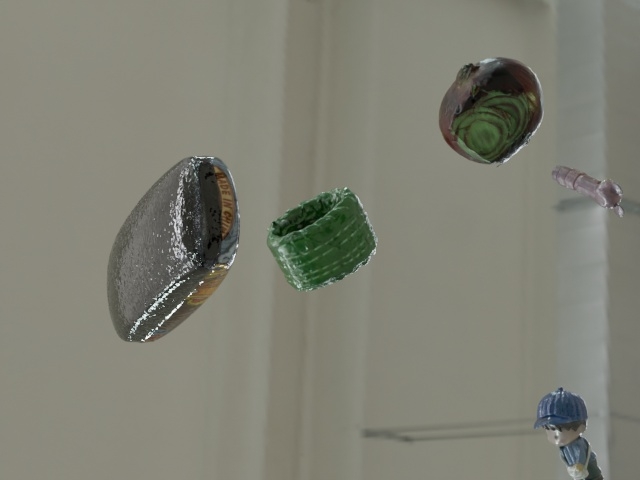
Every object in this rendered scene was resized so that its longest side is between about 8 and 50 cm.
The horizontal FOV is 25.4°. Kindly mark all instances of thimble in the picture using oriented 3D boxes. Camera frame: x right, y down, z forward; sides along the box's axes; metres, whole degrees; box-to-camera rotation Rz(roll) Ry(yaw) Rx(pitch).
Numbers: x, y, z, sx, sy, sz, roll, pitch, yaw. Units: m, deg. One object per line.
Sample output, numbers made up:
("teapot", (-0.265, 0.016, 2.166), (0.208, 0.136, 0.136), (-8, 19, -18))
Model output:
("thimble", (0.000, 0.000, 1.773), (0.090, 0.130, 0.118), (62, -158, -20))

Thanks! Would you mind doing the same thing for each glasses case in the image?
("glasses case", (-0.161, 0.015, 1.501), (0.082, 0.321, 0.122), (-2, -110, -26))

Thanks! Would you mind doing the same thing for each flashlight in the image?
("flashlight", (0.331, -0.067, 1.739), (0.031, 0.110, 0.052), (-35, -48, -24))

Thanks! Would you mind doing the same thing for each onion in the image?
("onion", (0.181, -0.143, 1.517), (0.119, 0.117, 0.118), (58, -168, -19))

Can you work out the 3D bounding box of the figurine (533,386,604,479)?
("figurine", (0.342, 0.265, 1.905), (0.079, 0.077, 0.136), (-38, -81, -13))
